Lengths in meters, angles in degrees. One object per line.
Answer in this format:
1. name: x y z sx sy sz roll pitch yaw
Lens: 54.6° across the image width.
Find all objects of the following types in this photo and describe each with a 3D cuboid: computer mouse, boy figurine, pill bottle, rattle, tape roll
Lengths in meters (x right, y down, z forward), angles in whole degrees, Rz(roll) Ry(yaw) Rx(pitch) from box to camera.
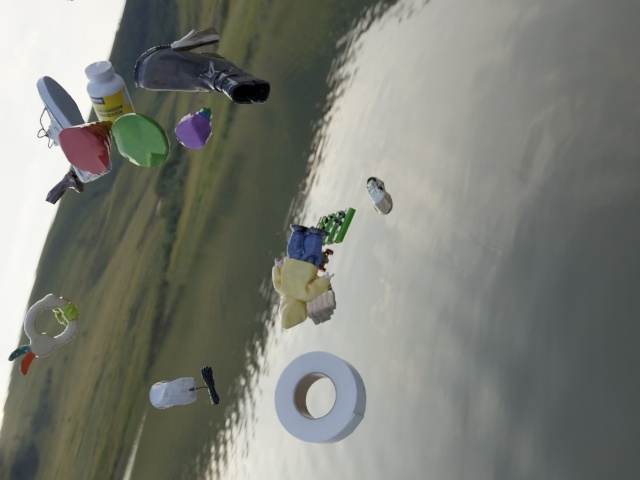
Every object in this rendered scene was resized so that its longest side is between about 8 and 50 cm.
1. computer mouse: -0.346 0.390 1.601 0.042 0.193 0.105 -18 79 44
2. boy figurine: -0.048 0.102 1.683 0.092 0.177 0.284 23 -105 -69
3. pill bottle: -0.585 -0.398 1.720 0.184 0.103 0.103 81 -171 -45
4. rattle: -0.707 0.234 1.571 0.143 0.130 0.199 12 72 48
5. tape roll: 0.000 0.500 1.973 0.100 0.287 0.286 43 -125 -59

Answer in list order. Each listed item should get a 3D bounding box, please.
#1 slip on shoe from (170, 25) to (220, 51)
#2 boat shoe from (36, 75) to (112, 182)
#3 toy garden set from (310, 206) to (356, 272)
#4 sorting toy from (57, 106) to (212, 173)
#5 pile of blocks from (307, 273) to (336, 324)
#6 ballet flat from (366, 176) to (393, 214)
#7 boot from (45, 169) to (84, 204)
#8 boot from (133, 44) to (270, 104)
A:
1. slip on shoe: -0.330 -0.528 1.619 0.051 0.136 0.041 -4 107 67
2. boat shoe: -0.859 -0.355 2.064 0.157 0.367 0.136 -28 14 13
3. toy garden set: 0.000 0.000 1.879 0.203 0.049 0.244 -66 18 -14
4. sorting toy: -0.388 -0.241 1.349 0.126 0.366 0.127 -71 -31 -47
5. pile of blocks: -0.025 0.200 2.346 0.149 0.112 0.362 -36 37 -7
6. ballet flat: 0.186 -0.152 2.044 0.073 0.067 0.206 -46 24 16
7. boot: -0.738 -0.135 1.781 0.114 0.037 0.106 -43 50 2
8. boot: -0.305 -0.433 1.660 0.338 0.223 0.118 -25 -42 -46
